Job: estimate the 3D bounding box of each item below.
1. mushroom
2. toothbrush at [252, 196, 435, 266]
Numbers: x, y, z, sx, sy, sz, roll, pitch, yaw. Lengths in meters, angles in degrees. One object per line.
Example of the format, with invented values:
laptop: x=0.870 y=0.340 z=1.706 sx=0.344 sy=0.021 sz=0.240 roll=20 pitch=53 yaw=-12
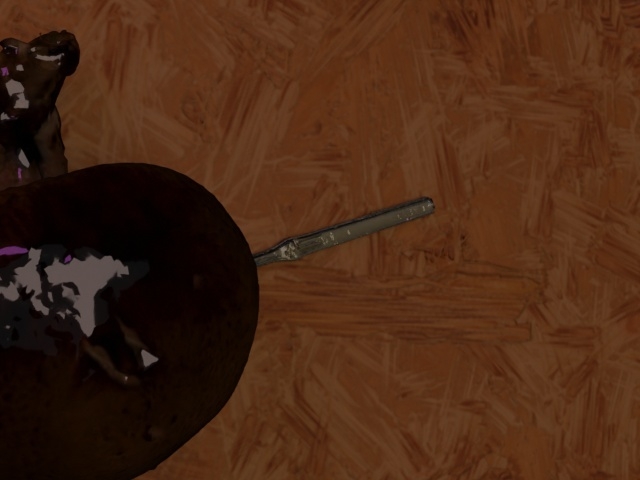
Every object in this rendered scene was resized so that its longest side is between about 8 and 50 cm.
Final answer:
mushroom: x=-0.252 y=0.047 z=1.274 sx=0.331 sy=0.356 sz=0.334 roll=-37 pitch=144 yaw=-35
toothbrush: x=-0.002 y=0.000 z=1.484 sx=0.294 sy=0.028 sz=0.026 roll=-18 pitch=95 yaw=-29
